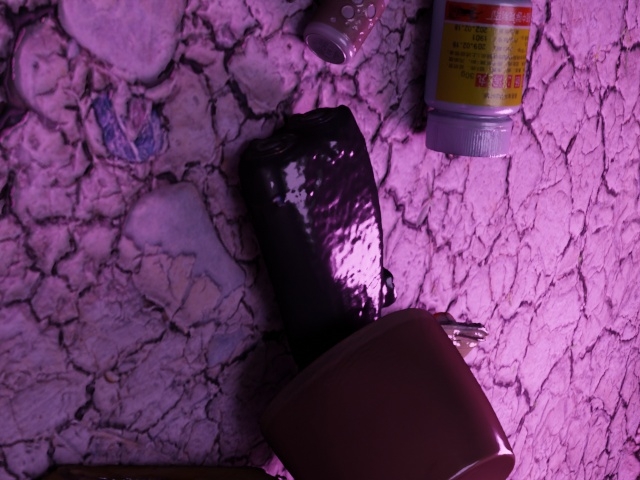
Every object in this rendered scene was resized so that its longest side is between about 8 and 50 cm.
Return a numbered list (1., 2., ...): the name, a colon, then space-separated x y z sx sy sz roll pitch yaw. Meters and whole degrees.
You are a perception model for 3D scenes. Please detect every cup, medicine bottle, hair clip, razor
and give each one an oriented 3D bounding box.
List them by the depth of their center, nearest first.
1. cup: 0.023 -0.278 1.237 0.099 0.074 0.102 -60 141 -17
2. razor: 0.003 0.002 1.289 0.189 0.107 0.327 -40 132 -35
3. medicine bottle: 0.219 -0.239 1.450 0.139 0.139 0.225 -13 113 -49
4. hair clip: 0.112 0.160 1.504 0.321 0.091 0.138 -3 140 -49

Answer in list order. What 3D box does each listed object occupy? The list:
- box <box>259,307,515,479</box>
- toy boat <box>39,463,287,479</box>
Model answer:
1. box: 0.098 0.256 1.303 0.301 0.216 0.301 -27 150 -18
2. toy boat: -0.182 0.341 1.170 0.445 0.136 0.162 16 86 -49
